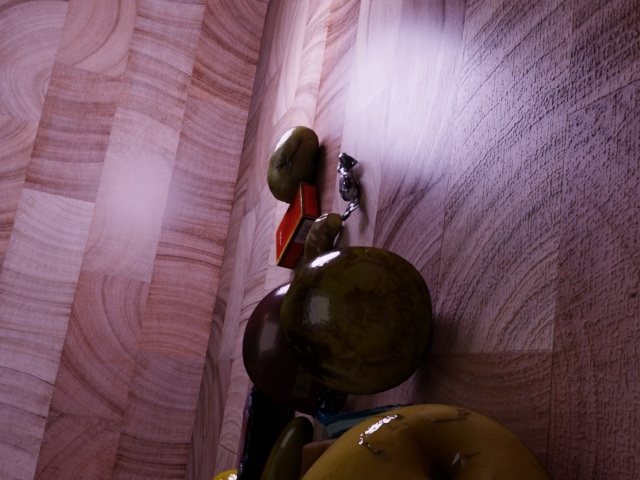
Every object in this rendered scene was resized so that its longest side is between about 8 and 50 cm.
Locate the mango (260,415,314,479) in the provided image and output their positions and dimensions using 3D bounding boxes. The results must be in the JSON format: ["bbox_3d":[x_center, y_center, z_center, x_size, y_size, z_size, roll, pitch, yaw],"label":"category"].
[{"bbox_3d":[-0.074,0.563,1.583,0.146,0.129,0.289,60,-141,-56],"label":"mango"}]

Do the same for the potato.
[{"bbox_3d":[-0.082,-0.241,2.132,0.169,0.143,0.248,29,-100,-77],"label":"potato"}]

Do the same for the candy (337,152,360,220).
[{"bbox_3d":[0.072,-0.139,1.742,0.226,0.051,0.094,-94,13,-47],"label":"candy"}]

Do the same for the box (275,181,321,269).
[{"bbox_3d":[-0.071,-0.043,2.093,0.240,0.074,0.153,120,152,-42],"label":"box"}]

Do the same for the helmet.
[{"bbox_3d":[-0.066,0.233,1.624,0.337,0.230,0.385,-117,41,-65],"label":"helmet"}]

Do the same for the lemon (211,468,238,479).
[{"bbox_3d":[-0.243,0.749,1.911,0.203,0.178,0.178,-101,28,-54],"label":"lemon"}]

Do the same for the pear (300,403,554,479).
[{"bbox_3d":[0.118,0.359,0.765,0.348,0.348,0.348,-168,90,-73],"label":"pear"}]

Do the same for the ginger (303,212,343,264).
[{"bbox_3d":[-0.005,0.013,1.820,0.115,0.081,0.205,-51,-11,-38],"label":"ginger"}]

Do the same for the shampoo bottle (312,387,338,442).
[{"bbox_3d":[0.010,0.413,1.490,0.087,0.050,0.183,-97,12,-71],"label":"shampoo bottle"}]

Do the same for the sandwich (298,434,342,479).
[{"bbox_3d":[0.055,0.419,1.219,0.198,0.155,0.227,-132,56,-69],"label":"sandwich"}]

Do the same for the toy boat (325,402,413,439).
[{"bbox_3d":[0.099,0.343,1.251,0.299,0.096,0.062,140,128,-60],"label":"toy boat"}]

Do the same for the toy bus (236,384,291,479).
[{"bbox_3d":[-0.157,0.545,1.855,0.147,0.127,0.303,129,149,-62],"label":"toy bus"}]

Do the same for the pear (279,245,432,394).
[{"bbox_3d":[0.060,0.137,1.197,0.283,0.283,0.283,-168,90,-73],"label":"pear"}]
